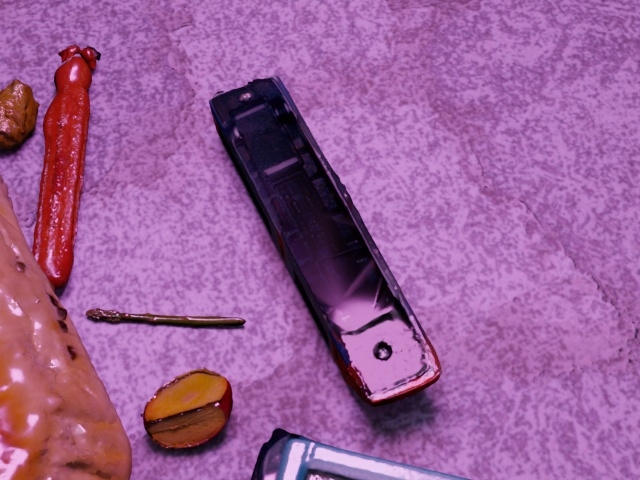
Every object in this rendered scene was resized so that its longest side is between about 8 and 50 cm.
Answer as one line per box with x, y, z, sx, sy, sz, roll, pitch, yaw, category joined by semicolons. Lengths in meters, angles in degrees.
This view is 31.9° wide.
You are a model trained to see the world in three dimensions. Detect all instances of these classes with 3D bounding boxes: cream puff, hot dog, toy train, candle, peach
-0.348;-0.136;1.256;0.083;0.058;0.083;-36;27;19;cream puff
-0.364;0.164;0.983;0.367;0.196;0.365;-31;60;-14;hot dog
0.000;0.000;1.162;0.086;0.089;0.409;-22;60;-11;toy train
-0.285;-0.086;1.235;0.051;0.048;0.329;-26;49;31;candle
-0.124;0.166;1.067;0.077;0.050;0.083;18;44;38;peach

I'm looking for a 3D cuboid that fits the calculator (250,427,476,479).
0.039;0.311;0.972;0.248;0.058;0.274;12;58;7;calculator

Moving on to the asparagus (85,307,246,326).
-0.159;0.080;1.147;0.166;0.013;0.016;2;98;1;asparagus
